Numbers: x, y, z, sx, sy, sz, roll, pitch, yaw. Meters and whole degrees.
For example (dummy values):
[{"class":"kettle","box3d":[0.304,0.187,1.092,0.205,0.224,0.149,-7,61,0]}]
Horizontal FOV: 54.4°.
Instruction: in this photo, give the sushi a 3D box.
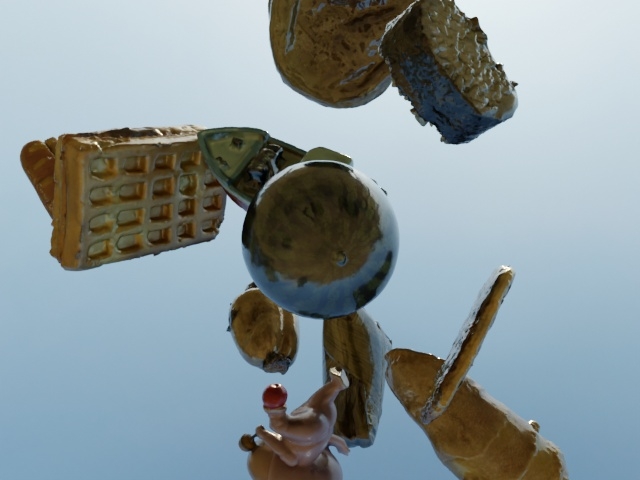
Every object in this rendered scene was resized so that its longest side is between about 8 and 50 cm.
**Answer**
[{"class":"sushi","box3d":[0.127,-0.170,0.631,0.090,0.150,0.078,-45,-169,-32]}]

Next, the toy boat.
[{"class":"toy boat","box3d":[-0.058,-0.108,1.031,0.332,0.133,0.145,23,-123,14]}]

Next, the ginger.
[{"class":"ginger","box3d":[0.244,0.304,1.025,0.190,0.126,0.354,-37,-111,-28]}]

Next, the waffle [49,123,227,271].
[{"class":"waffle","box3d":[-0.298,-0.083,1.065,0.098,0.224,0.328,21,-157,32]}]

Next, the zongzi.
[{"class":"zongzi","box3d":[0.052,0.252,1.275,0.134,0.288,0.286,-5,-131,18]}]

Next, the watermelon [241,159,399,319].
[{"class":"watermelon","box3d":[0.000,0.000,0.807,0.212,0.212,0.212,-7,-132,8]}]

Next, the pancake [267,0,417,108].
[{"class":"pancake","box3d":[0.036,-0.378,1.101,0.294,0.294,0.049,-11,-158,5]}]

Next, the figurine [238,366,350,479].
[{"class":"figurine","box3d":[-0.044,0.361,1.105,0.186,0.287,0.176,12,-157,17]}]

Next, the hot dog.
[{"class":"hot dog","box3d":[-0.461,-0.081,1.168,0.072,0.115,0.269,-39,-98,28]}]

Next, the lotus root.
[{"class":"lotus root","box3d":[-0.122,0.189,1.343,0.154,0.140,0.257,8,-148,-20]}]

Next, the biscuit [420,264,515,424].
[{"class":"biscuit","box3d":[0.195,0.134,0.823,0.029,0.118,0.247,29,-115,11]}]
